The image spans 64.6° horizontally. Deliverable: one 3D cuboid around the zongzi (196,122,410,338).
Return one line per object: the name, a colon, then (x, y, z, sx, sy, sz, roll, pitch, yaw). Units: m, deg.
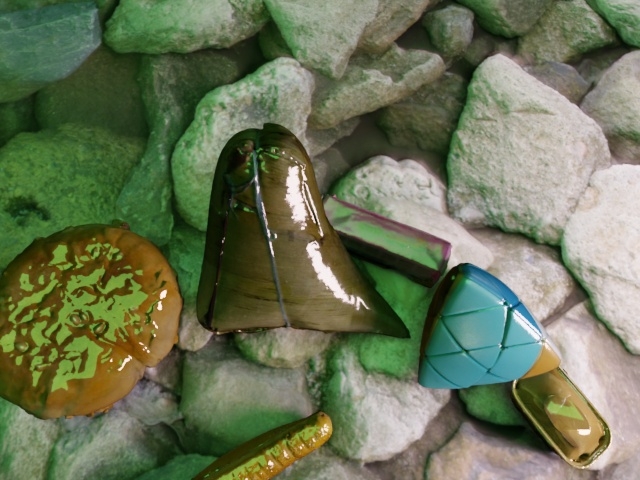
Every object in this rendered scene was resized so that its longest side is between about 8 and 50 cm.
zongzi: (0.000, 0.000, 0.854, 0.393, 0.356, 0.174, 8, 24, -5)

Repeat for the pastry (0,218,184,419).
pastry: (-0.377, 0.128, 0.831, 0.284, 0.184, 0.315, 29, 67, 1)

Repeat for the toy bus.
toy bus: (0.107, -0.004, 0.968, 0.274, 0.112, 0.090, 21, 74, 5)

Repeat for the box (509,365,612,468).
box: (0.404, 0.292, 0.865, 0.111, 0.111, 0.177, -32, 73, -16)

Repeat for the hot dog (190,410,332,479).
hot dog: (-0.109, 0.364, 0.813, 0.289, 0.083, 0.068, -24, 90, -13)

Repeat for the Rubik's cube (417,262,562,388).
Rubik's cube: (0.276, 0.182, 0.862, 0.254, 0.254, 0.254, 2, 67, -4)
